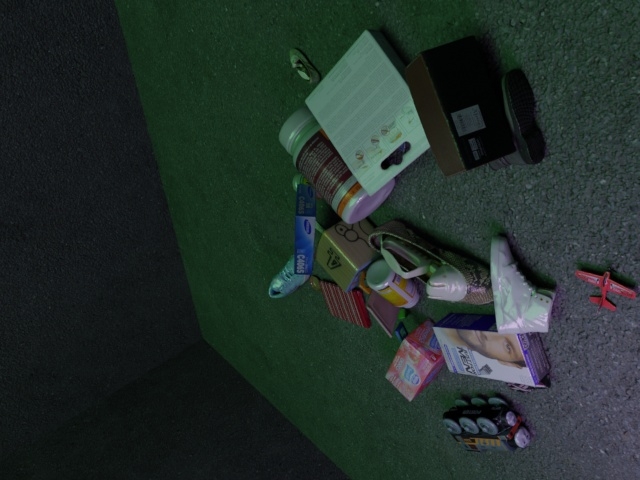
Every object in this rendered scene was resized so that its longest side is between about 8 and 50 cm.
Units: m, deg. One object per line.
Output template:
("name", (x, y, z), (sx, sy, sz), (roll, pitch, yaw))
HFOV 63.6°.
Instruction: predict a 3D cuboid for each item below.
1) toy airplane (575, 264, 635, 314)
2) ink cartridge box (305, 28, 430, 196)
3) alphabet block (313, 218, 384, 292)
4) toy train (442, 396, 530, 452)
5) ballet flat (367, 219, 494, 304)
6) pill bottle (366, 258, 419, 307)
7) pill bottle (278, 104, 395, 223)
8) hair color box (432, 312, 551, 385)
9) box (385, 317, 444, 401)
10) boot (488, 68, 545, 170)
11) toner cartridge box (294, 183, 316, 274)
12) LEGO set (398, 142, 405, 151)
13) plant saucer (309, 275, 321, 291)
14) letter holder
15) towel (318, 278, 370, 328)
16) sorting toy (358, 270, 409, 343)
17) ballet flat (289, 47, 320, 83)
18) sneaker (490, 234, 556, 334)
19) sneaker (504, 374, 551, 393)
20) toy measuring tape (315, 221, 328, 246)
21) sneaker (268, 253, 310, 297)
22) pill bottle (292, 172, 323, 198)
("toy airplane", (0.729, 0.128, 1.322), (0.151, 0.028, 0.151), (36, 141, 35))
("ink cartridge box", (0.162, -0.376, 1.550), (0.308, 0.091, 0.385), (-40, 79, 37))
("alphabet block", (0.118, 0.043, 1.940), (0.197, 0.192, 0.193), (49, 148, 18))
("toy train", (0.591, 0.671, 1.860), (0.190, 0.142, 0.334), (49, 147, -6))
("ballet flat", (0.344, 0.091, 1.676), (0.483, 0.182, 0.164), (34, 132, 34))
("pill bottle", (0.264, 0.161, 1.839), (0.117, 0.117, 0.215), (15, 162, 48))
("pill bottle", (0.049, -0.267, 1.764), (0.392, 0.224, 0.224), (49, 146, 16))
("hair color box", (0.545, 0.345, 1.678), (0.339, 0.110, 0.185), (-9, 106, 54))
("box", (0.375, 0.456, 1.957), (0.142, 0.154, 0.300), (43, 143, 25))
("boot", (0.460, -0.296, 1.314), (0.161, 0.083, 0.246), (5, 118, 59))
("toner cartridge box", (-0.060, -0.034, 1.963), (0.348, 0.075, 0.165), (95, 176, -51))
("LEGO set", (0.243, -0.381, 1.588), (0.244, 0.060, 0.182), (46, 147, 42))
("plant saucer", (-0.017, 0.201, 2.422), (0.083, 0.015, 0.083), (35, 141, 35))
("letter holder", (0.332, -0.324, 1.330), (0.214, 0.152, 0.302), (170, 79, -77))
("towel", (0.107, 0.279, 2.300), (0.275, 0.031, 0.199), (11, 126, 52))
("sorting toy", (0.227, 0.232, 1.905), (0.047, 0.196, 0.347), (-15, 125, 36))
("ballet flat", (-0.067, -0.612, 1.807), (0.168, 0.052, 0.057), (48, 146, 18))
("sneaker", (0.582, 0.123, 1.474), (0.169, 0.108, 0.292), (-6, 96, 30))
("sneaker", (0.664, 0.453, 1.651), (0.077, 0.072, 0.178), (53, 157, -12))
("toy measuring tape", (0.000, 0.000, 2.147), (0.330, 0.121, 0.121), (39, 142, 30))
("sneaker", (-0.160, 0.188, 2.482), (0.135, 0.150, 0.366), (49, 146, 15))
("pill bottle", (-0.013, -0.220, 1.984), (0.208, 0.117, 0.117), (11, 124, 51))
